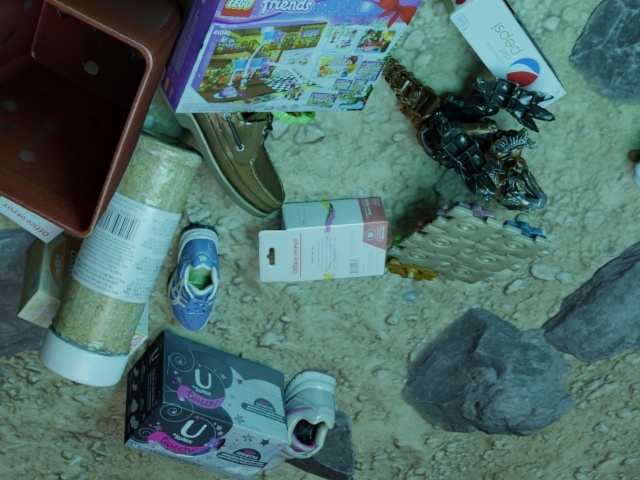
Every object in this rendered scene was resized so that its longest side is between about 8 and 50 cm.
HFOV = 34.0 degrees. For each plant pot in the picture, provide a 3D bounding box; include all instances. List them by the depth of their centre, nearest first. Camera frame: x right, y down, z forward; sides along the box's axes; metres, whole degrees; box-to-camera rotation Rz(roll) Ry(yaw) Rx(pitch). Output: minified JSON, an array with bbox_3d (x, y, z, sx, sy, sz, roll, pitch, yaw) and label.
[{"bbox_3d":[-0.310,-0.214,1.254,0.267,0.235,0.267,28,123,0],"label":"plant pot"}]

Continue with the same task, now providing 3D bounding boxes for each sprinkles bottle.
[{"bbox_3d":[-0.278,0.023,1.465,0.121,0.121,0.355,19,98,-23],"label":"sprinkles bottle"}]

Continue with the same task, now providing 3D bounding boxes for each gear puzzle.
[{"bbox_3d":[0.205,0.011,1.602,0.176,0.044,0.339,19,158,-15],"label":"gear puzzle"}]

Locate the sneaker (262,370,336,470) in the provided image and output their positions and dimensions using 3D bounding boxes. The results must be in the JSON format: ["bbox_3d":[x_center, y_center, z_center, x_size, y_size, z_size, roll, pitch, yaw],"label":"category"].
[{"bbox_3d":[-0.056,0.351,1.910,0.103,0.111,0.252,19,126,-23],"label":"sneaker"}]

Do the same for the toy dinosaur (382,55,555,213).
[{"bbox_3d":[0.196,-0.143,1.470,0.322,0.218,0.164,18,89,-16],"label":"toy dinosaur"}]

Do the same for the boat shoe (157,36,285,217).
[{"bbox_3d":[-0.115,-0.154,1.453,0.105,0.110,0.307,-24,131,14],"label":"boat shoe"}]

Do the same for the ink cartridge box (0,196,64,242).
[{"bbox_3d":[-0.384,-0.078,1.512,0.150,0.063,0.109,-35,129,20],"label":"ink cartridge box"}]

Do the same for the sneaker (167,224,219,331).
[{"bbox_3d":[-0.202,0.076,1.665,0.080,0.081,0.211,-1,133,-10],"label":"sneaker"}]

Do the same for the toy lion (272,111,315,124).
[{"bbox_3d":[-0.046,-0.191,1.439,0.100,0.096,0.034,31,120,-31],"label":"toy lion"}]

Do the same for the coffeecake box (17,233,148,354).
[{"bbox_3d":[-0.359,0.082,1.606,0.186,0.142,0.068,28,122,-29],"label":"coffeecake box"}]

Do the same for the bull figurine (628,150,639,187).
[{"bbox_3d":[0.624,-0.108,1.608,0.310,0.101,0.188,26,121,-27],"label":"bull figurine"}]

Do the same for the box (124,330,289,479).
[{"bbox_3d":[-0.194,0.288,1.799,0.247,0.163,0.142,23,126,-26],"label":"box"}]

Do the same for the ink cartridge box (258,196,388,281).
[{"bbox_3d":[0.000,0.000,1.637,0.198,0.067,0.115,-4,131,-7],"label":"ink cartridge box"}]

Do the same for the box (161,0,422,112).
[{"bbox_3d":[-0.033,-0.252,1.314,0.293,0.057,0.201,-5,142,-35],"label":"box"}]

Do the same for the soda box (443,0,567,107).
[{"bbox_3d":[0.250,-0.269,1.428,0.069,0.074,0.216,-32,129,18],"label":"soda box"}]
